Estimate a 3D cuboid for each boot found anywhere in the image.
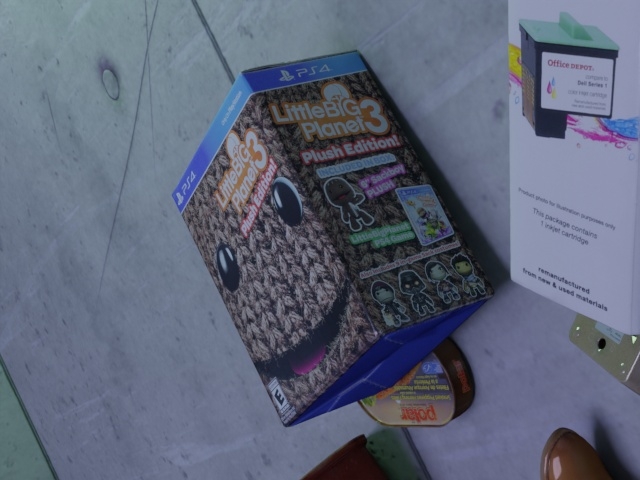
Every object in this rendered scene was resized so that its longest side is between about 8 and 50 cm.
[{"bbox_3d":[0.287,0.253,1.024,0.152,0.073,0.197,-4,119,57],"label":"boot"}]

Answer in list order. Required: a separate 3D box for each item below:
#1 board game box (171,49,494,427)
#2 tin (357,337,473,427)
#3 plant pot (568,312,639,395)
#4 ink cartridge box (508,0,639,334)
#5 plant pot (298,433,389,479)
[{"bbox_3d":[0.000,0.000,1.169,0.291,0.141,0.232,62,145,18],"label":"board game box"},{"bbox_3d":[0.094,0.150,1.266,0.190,0.040,0.106,-12,96,57],"label":"tin"},{"bbox_3d":[0.247,0.061,0.834,0.109,0.096,0.109,-68,29,15],"label":"plant pot"},{"bbox_3d":[0.229,-0.110,0.747,0.117,0.201,0.278,27,131,47],"label":"ink cartridge box"},{"bbox_3d":[0.035,0.412,1.331,0.265,0.272,0.272,48,144,14],"label":"plant pot"}]
